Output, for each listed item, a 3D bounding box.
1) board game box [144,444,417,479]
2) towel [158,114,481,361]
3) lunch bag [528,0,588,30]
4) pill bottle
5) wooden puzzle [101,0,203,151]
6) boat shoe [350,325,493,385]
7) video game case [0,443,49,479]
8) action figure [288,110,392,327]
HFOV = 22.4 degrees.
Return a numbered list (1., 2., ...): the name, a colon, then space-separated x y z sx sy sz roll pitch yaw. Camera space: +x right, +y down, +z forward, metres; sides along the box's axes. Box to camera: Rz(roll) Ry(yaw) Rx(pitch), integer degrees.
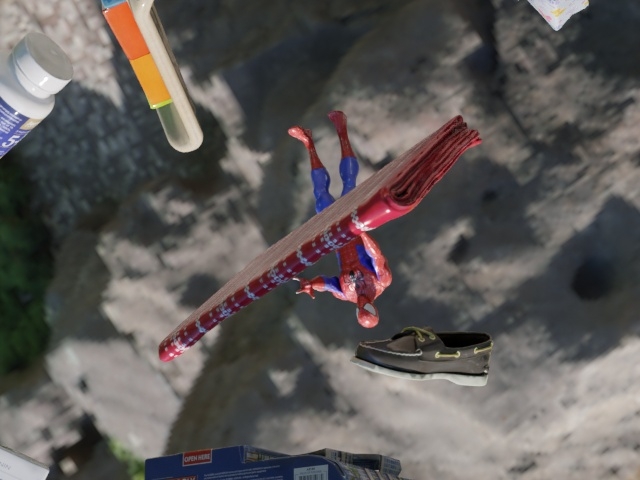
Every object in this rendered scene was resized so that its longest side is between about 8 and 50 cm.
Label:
1. board game box: -0.005 0.205 1.294 0.194 0.194 0.060 -12 70 32
2. towel: 0.000 0.000 1.349 0.275 0.199 0.031 -34 94 33
3. lunch bag: 0.206 -0.247 1.505 0.083 0.053 0.071 52 178 18
4. pill bottle: -0.426 -0.192 2.187 0.187 0.112 0.112 -38 85 24
5. wooden puzzle: -0.150 -0.201 1.182 0.238 0.044 0.221 84 165 -67
6. boat shoe: 0.135 0.145 2.122 0.081 0.228 0.068 24 102 49
7. video game case: -0.356 0.255 1.529 0.143 0.157 0.019 28 180 -18
8. action figure: 0.015 -0.026 2.030 0.091 0.139 0.280 -21 76 21
